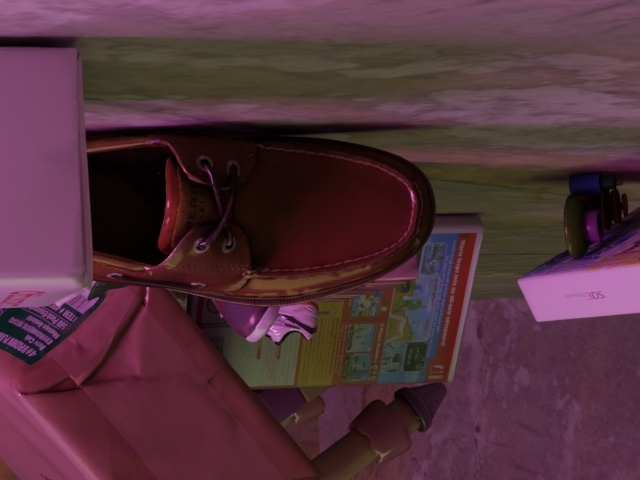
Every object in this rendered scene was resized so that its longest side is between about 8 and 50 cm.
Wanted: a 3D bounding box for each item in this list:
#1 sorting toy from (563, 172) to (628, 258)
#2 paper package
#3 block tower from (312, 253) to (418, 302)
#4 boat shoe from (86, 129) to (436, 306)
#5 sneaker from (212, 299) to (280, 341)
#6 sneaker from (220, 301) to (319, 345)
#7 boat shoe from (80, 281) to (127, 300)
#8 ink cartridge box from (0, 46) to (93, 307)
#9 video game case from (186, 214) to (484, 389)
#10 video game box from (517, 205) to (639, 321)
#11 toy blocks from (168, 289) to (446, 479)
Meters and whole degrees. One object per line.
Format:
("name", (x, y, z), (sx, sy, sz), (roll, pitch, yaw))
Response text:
("sorting toy", (0.225, -0.025, 1.527), (0.042, 0.061, 0.102), (-4, -162, 20))
("paper package", (-0.207, 0.160, 1.801), (0.168, 0.309, 0.325), (-47, -152, -18))
("block tower", (0.000, 0.000, 1.537), (0.097, 0.091, 0.335), (-2, 176, -9))
("boat shoe", (-0.080, -0.013, 1.178), (0.307, 0.111, 0.104), (-2, 177, 0))
("sneaker", (-0.084, 0.017, 1.464), (0.065, 0.158, 0.061), (16, 121, -40))
("sneaker", (-0.043, 0.069, 1.580), (0.083, 0.037, 0.032), (-1, 178, 10))
("boat shoe", (-0.165, -0.004, 1.457), (0.083, 0.076, 0.226), (-34, 178, -6))
("ink cartridge box", (-0.255, -0.024, 0.918), (0.273, 0.115, 0.198), (-1, 176, -13))
("video game case", (0.009, 0.064, 1.885), (0.285, 0.204, 0.025), (-1, -143, -13))
("video game box", (0.285, 0.002, 1.517), (0.187, 0.048, 0.205), (-27, -174, -24))
("toy blocks", (-0.012, 0.080, 2.103), (0.260, 0.309, 0.288), (-35, -160, -17))
